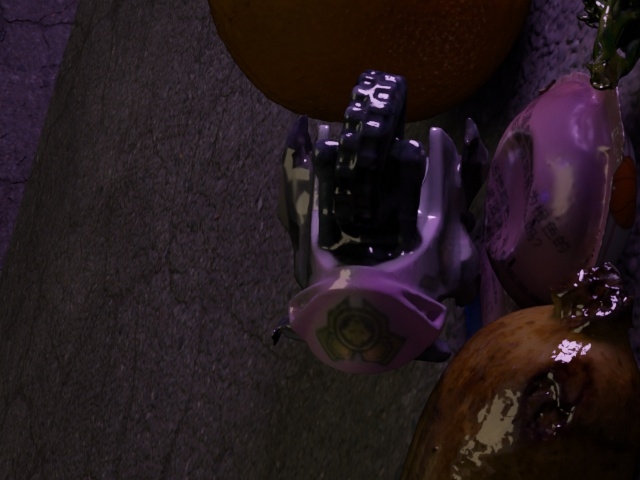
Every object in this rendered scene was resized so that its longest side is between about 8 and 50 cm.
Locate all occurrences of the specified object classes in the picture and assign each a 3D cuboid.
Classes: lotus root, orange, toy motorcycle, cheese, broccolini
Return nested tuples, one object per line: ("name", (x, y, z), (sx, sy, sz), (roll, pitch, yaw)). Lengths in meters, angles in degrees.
("lotus root", (0.128, 0.131, 0.937), (0.260, 0.128, 0.145), (-65, 30, 17))
("orange", (0.040, -0.226, 1.189), (0.274, 0.274, 0.274), (-46, 36, 48))
("toy motorcycle", (0.043, 0.014, 1.033), (0.327, 0.143, 0.188), (61, -147, -74))
("cheese", (0.151, -0.005, 1.045), (0.286, 0.074, 0.189), (113, 162, -51))
("broccolini", (0.197, -0.136, 0.943), (0.201, 0.074, 0.058), (-62, -2, -69))
